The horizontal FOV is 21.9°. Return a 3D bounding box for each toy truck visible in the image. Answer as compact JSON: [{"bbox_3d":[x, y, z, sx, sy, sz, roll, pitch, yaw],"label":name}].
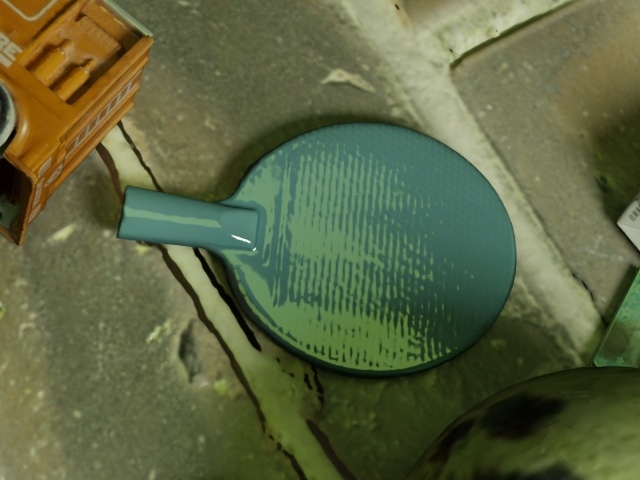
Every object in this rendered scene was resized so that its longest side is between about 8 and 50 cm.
[{"bbox_3d":[-0.325,-0.195,1.300,0.387,0.173,0.207,40,67,2],"label":"toy truck"}]

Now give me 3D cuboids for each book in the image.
[{"bbox_3d":[0.301,0.098,1.373,0.135,0.017,0.103,30,72,1],"label":"book"}]

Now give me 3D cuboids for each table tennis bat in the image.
[{"bbox_3d":[0.000,0.000,1.352,0.329,0.044,0.215,8,75,-7],"label":"table tennis bat"}]

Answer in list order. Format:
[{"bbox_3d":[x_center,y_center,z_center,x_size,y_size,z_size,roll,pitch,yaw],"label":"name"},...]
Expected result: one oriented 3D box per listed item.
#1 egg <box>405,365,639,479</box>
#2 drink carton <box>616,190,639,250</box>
[{"bbox_3d":[0.240,0.281,1.142,0.428,0.345,0.345,41,74,9],"label":"egg"},{"bbox_3d":[0.369,0.016,1.354,0.134,0.102,0.222,-35,78,-20],"label":"drink carton"}]
